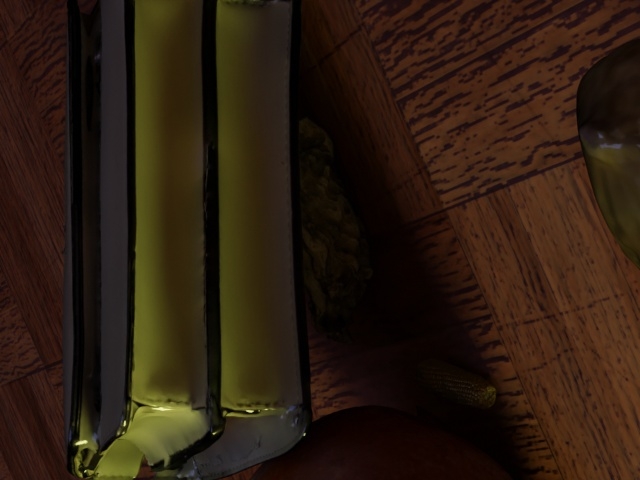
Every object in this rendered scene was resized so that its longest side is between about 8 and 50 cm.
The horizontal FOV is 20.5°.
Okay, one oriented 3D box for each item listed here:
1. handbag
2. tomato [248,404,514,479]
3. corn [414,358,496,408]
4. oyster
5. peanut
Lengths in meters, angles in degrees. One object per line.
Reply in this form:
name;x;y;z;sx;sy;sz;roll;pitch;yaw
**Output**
handbag;-0.117;-0.008;1.333;0.237;0.160;0.358;138;133;-67
tomato;0.043;0.260;1.299;0.265;0.265;0.264;41;143;40
corn;0.098;0.107;1.316;0.083;0.027;0.028;18;143;52
oyster;0.000;0.000;1.378;0.177;0.064;0.125;81;166;-46
peanut;0.205;-0.036;0.930;0.159;0.109;0.140;60;165;-14
